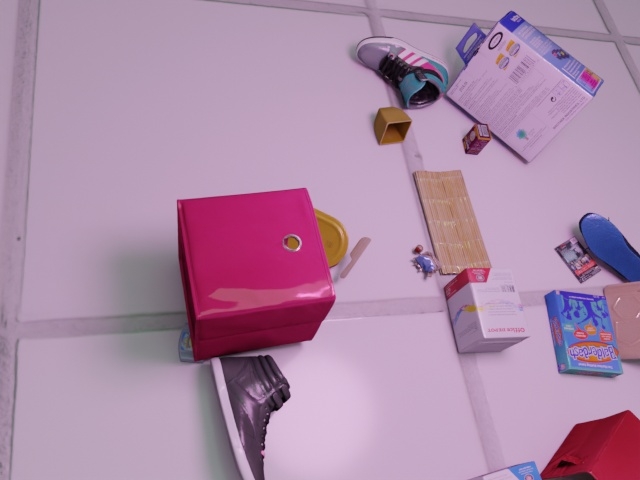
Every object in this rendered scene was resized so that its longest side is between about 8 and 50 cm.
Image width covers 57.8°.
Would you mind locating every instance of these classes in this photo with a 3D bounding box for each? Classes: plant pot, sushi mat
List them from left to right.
[{"bbox_3d":[0.194,-0.329,1.621,0.081,0.081,0.083,-11,56,-22],"label":"plant pot"},{"bbox_3d":[0.353,-0.054,1.559,0.151,0.019,0.316,-1,64,-19],"label":"sushi mat"}]

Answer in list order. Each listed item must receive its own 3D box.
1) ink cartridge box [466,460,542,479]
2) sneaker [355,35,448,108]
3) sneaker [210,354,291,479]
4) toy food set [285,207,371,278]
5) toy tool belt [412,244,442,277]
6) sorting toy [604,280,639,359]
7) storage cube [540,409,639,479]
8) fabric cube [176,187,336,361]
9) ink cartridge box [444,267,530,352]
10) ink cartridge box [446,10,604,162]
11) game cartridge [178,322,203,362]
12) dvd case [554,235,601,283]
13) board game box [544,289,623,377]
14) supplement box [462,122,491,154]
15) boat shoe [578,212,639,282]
[{"bbox_3d":[0.409,0.577,1.209,0.139,0.082,0.191,-7,64,-21],"label":"ink cartridge box"},{"bbox_3d":[0.240,-0.477,1.693,0.295,0.124,0.178,15,50,-11],"label":"sneaker"},{"bbox_3d":[-0.115,0.354,1.145,0.147,0.104,0.296,-12,63,-17],"label":"sneaker"},{"bbox_3d":[0.000,0.000,1.395,0.218,0.071,0.128,27,92,6],"label":"toy food set"},{"bbox_3d":[0.260,0.052,1.456,0.083,0.052,0.051,47,51,10],"label":"toy tool belt"},{"bbox_3d":[0.847,0.205,1.504,0.038,0.193,0.208,39,50,-43],"label":"sorting toy"},{"bbox_3d":[0.630,0.512,1.252,0.193,0.183,0.215,-36,78,-30],"label":"storage cube"},{"bbox_3d":[-0.144,0.069,1.175,0.258,0.259,0.254,-6,64,-16],"label":"fabric cube"},{"bbox_3d":[0.395,0.169,1.391,0.128,0.127,0.176,2,62,-17],"label":"ink cartridge box"},{"bbox_3d":[0.560,-0.465,1.687,0.395,0.270,0.151,40,46,5],"label":"ink cartridge box"},{"bbox_3d":[-0.270,0.215,1.223,0.056,0.017,0.083,6,61,-10],"label":"game cartridge"},{"bbox_3d":[0.720,0.053,1.623,0.087,0.013,0.119,-25,74,-27],"label":"dvd case"},{"bbox_3d":[0.674,0.239,1.490,0.160,0.047,0.210,7,62,-14],"label":"board game box"},{"bbox_3d":[0.452,-0.294,1.679,0.043,0.083,0.055,2,63,-16],"label":"supplement box"},{"bbox_3d":[0.810,0.025,1.626,0.258,0.109,0.089,50,19,-8],"label":"boat shoe"}]
